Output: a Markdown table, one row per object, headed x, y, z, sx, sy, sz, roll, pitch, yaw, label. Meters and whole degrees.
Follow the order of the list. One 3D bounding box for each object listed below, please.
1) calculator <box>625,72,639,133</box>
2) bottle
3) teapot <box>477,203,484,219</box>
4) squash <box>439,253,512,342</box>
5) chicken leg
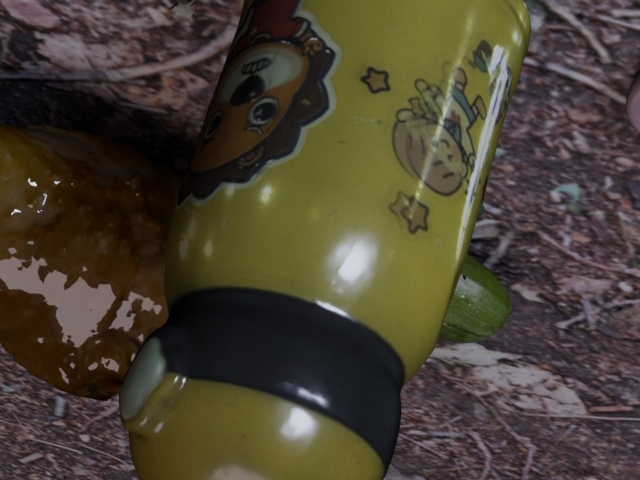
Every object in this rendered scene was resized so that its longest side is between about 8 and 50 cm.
| x | y | z | sx | sy | sz | roll | pitch | yaw | label |
| --- | --- | --- | --- | --- | --- | --- | --- | --- | --- |
| 0.246 | -0.087 | 1.022 | 0.103 | 0.024 | 0.166 | 29 | 151 | -20 | calculator |
| 0.000 | 0.000 | 0.970 | 0.172 | 0.351 | 0.171 | 13 | 151 | 7 | bottle |
| 0.059 | -0.041 | 1.200 | 0.111 | 0.042 | 0.043 | 11 | 152 | 3 | teapot |
| 0.035 | 0.009 | 1.269 | 0.239 | 0.069 | 0.069 | 26 | 151 | -12 | squash |
| -0.257 | -0.014 | 1.273 | 0.409 | 0.182 | 0.295 | 21 | 177 | -31 | chicken leg |
